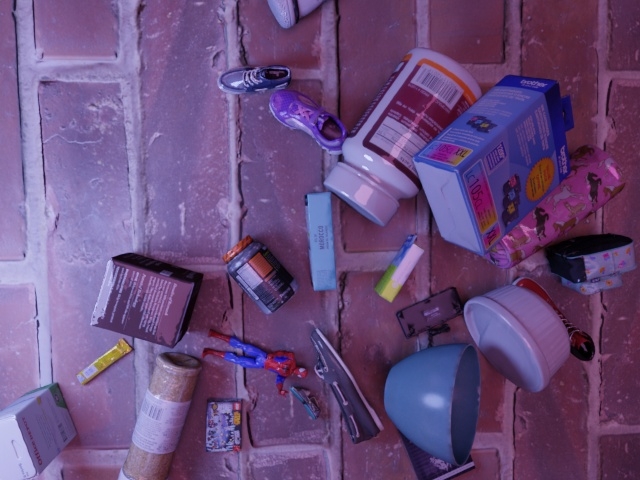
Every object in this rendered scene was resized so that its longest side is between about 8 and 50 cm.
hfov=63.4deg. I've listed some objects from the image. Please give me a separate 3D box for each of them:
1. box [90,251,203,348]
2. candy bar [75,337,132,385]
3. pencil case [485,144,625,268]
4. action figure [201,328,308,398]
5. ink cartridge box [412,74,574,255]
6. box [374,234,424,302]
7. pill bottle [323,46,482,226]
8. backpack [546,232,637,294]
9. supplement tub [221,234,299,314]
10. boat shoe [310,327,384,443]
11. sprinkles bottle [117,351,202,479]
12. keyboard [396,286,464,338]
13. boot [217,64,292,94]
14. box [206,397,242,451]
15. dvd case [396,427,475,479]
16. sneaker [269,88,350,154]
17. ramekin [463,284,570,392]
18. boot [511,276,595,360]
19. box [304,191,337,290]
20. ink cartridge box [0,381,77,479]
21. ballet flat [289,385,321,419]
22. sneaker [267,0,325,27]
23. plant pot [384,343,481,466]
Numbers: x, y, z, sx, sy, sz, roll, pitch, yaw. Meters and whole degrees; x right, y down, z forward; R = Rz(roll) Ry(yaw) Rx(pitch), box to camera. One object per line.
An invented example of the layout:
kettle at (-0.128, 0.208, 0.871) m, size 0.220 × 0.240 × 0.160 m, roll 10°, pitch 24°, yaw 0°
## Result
box at (-0.417, 0.141, 1.271) m, size 0.203 × 0.168 × 0.167 m, roll 17°, pitch 92°, yaw -6°
candy bar at (-0.567, 0.318, 1.347) m, size 0.161 × 0.018 × 0.040 m, roll -38°, pitch 93°, yaw -1°
pencil case at (0.585, -0.088, 1.341) m, size 0.386 × 0.160 × 0.167 m, roll -33°, pitch 75°, yaw -2°
action figure at (-0.163, 0.314, 1.325) m, size 0.280 × 0.139 × 0.091 m, roll 17°, pitch 94°, yaw -8°
ink cartridge box at (0.432, -0.197, 1.216) m, size 0.395 × 0.151 × 0.270 m, roll -42°, pitch 129°, yaw -15°
box at (0.208, 0.070, 1.348) m, size 0.042 × 0.109 × 0.178 m, roll 33°, pitch 91°, yaw -2°
pill bottle at (0.195, -0.244, 1.267) m, size 0.224 × 0.224 × 0.392 m, roll 36°, pitch 91°, yaw -6°
backpack at (0.721, 0.056, 1.361) m, size 0.188 × 0.166 × 0.144 m, roll -22°, pitch 97°, yaw 0°
supplement tub at (-0.155, 0.085, 1.315) m, size 0.117 × 0.117 × 0.190 m, roll -40°, pitch 96°, yaw -1°
boat shoe at (0.050, 0.389, 1.357) m, size 0.095 × 0.112 × 0.335 m, roll -33°, pitch 99°, yaw -6°
sprinkles bottle at (-0.408, 0.470, 1.319) m, size 0.121 × 0.121 × 0.355 m, roll 18°, pitch 92°, yaw -6°
keyboard at (0.306, 0.209, 1.410) m, size 0.180 × 0.023 × 0.108 m, roll -24°, pitch 89°, yaw -2°
boot at (-0.166, -0.410, 1.294) m, size 0.190 × 0.086 × 0.069 m, roll -7°, pitch 95°, yaw -4°
box at (-0.256, 0.491, 1.380) m, size 0.094 × 0.027 × 0.137 m, roll 1°, pitch 94°, yaw -6°
dvd case at (0.318, 0.566, 1.438) m, size 0.164 × 0.018 × 0.221 m, roll -23°, pitch 95°, yaw -4°
sneaker at (-0.021, -0.307, 1.305) m, size 0.236 × 0.104 × 0.095 m, roll 32°, pitch 92°, yaw -5°
ramekin at (0.502, 0.234, 1.314) m, size 0.127 × 0.273 × 0.273 m, roll -32°, pitch 96°, yaw -13°
boot at (0.614, 0.202, 1.358) m, size 0.088 × 0.176 × 0.244 m, roll -39°, pitch 95°, yaw 1°
box at (0.000, 0.000, 1.331) m, size 0.060 × 0.100 × 0.244 m, roll -4°, pitch 95°, yaw -6°
ink cartridge box at (-0.696, 0.460, 1.248) m, size 0.093 × 0.212 × 0.154 m, roll -18°, pitch 96°, yaw -3°
ballet flat at (-0.037, 0.427, 1.393) m, size 0.041 × 0.041 × 0.114 m, roll -37°, pitch 96°, yaw -1°
sneaker at (-0.072, -0.728, 1.259) m, size 0.210 × 0.137 × 0.366 m, roll -24°, pitch 101°, yaw -3°
plant pot at (0.276, 0.398, 1.317) m, size 0.195 × 0.290 × 0.290 m, roll 2°, pitch 95°, yaw 29°
